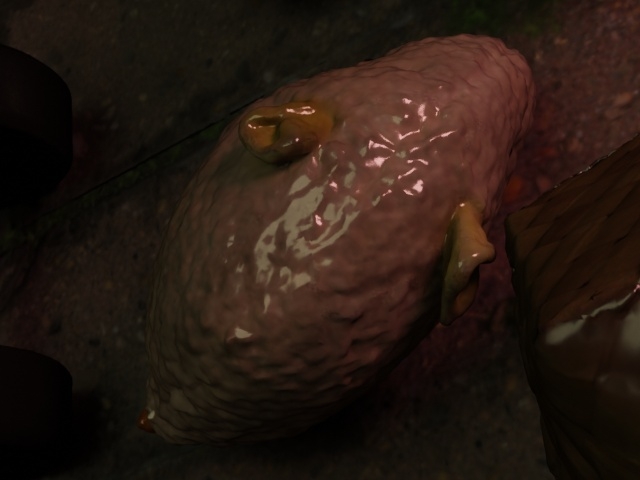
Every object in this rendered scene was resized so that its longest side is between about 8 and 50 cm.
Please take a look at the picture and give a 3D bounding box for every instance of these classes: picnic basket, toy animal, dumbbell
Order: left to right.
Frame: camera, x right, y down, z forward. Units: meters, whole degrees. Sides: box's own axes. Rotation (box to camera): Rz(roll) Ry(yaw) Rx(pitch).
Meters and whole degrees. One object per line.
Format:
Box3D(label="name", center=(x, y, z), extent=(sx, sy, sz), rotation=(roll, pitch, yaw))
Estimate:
Box3D(label="dumbbell", center=(-0.299, 0.021, 1.123), extent=(0.203, 0.203, 0.323), rotation=(-15, 67, 29))
Box3D(label="toy animal", center=(-0.004, 0.006, 0.918), extent=(0.188, 0.226, 0.358), rotation=(38, 102, 1))
Box3D(label="picnic basket", center=(0.265, 0.078, 0.712), extent=(0.293, 0.337, 0.337), rotation=(-35, 58, 12))
